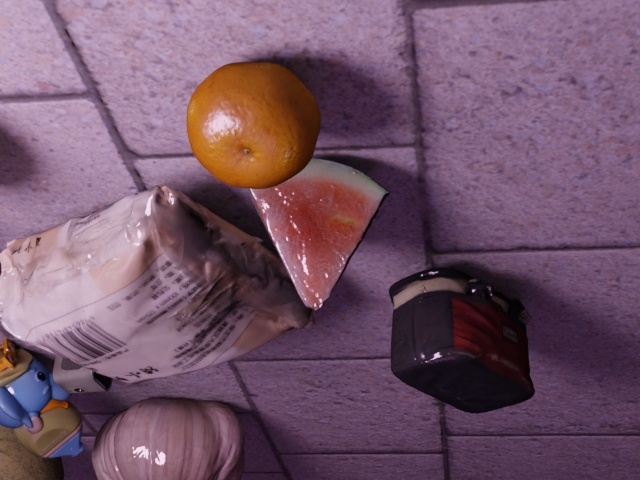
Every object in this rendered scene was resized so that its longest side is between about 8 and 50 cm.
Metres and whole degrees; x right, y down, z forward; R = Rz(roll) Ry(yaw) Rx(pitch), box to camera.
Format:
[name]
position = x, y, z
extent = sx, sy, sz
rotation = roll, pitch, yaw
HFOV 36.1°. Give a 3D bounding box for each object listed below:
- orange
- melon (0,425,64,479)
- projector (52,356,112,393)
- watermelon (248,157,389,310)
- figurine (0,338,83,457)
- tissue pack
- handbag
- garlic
[orange]
position = -0.077, -0.138, 1.150
extent = 0.159, 0.136, 0.158
rotation = 4, 130, 5
[melon]
position = -0.700, 0.509, 2.167
extent = 0.249, 0.248, 0.329
rotation = 0, 141, 5
[projector]
position = -0.443, 0.238, 1.847
extent = 0.082, 0.083, 0.083
rotation = -6, 147, 15
[watermelon]
position = 0.004, -0.016, 1.341
extent = 0.208, 0.202, 0.136
rotation = -7, -174, 20
[figurine]
position = -0.554, 0.303, 1.874
extent = 0.154, 0.180, 0.262
rotation = -20, 134, 22
[tissue pack]
position = -0.249, 0.082, 1.472
extent = 0.376, 0.195, 0.390
rotation = -19, 142, 26
[handbag]
position = 0.227, 0.150, 1.549
extent = 0.181, 0.181, 0.254
rotation = -26, 140, 38
[garlic]
position = -0.311, 0.457, 2.030
extent = 0.318, 0.259, 0.317
rotation = 4, 153, 2
